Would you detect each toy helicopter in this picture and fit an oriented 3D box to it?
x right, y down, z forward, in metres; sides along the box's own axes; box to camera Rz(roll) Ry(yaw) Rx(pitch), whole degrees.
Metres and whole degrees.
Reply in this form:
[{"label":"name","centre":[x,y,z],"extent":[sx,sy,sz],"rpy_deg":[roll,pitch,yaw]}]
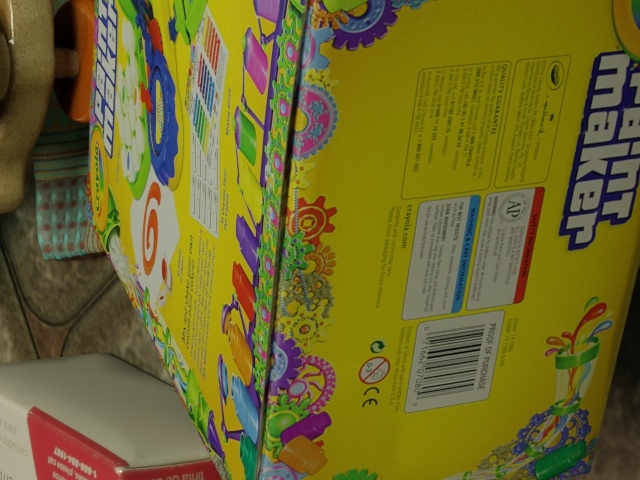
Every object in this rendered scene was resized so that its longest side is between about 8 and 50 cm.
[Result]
[{"label":"toy helicopter","centre":[-0.271,-0.094,1.227],"extent":[0.235,0.140,0.355],"rpy_deg":[59,139,29]}]

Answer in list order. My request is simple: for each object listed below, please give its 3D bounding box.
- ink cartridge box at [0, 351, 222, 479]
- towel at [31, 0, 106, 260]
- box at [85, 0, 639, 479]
[{"label":"ink cartridge box","centre":[-0.150,0.252,1.160],"extent":[0.226,0.131,0.306],"rpy_deg":[18,106,48]},{"label":"towel","centre":[-0.135,-0.178,1.178],"extent":[0.271,0.040,0.370],"rpy_deg":[-8,87,51]},{"label":"box","centre":[0.012,-0.072,0.812],"extent":[0.279,0.177,0.290],"rpy_deg":[-125,34,-49]}]
